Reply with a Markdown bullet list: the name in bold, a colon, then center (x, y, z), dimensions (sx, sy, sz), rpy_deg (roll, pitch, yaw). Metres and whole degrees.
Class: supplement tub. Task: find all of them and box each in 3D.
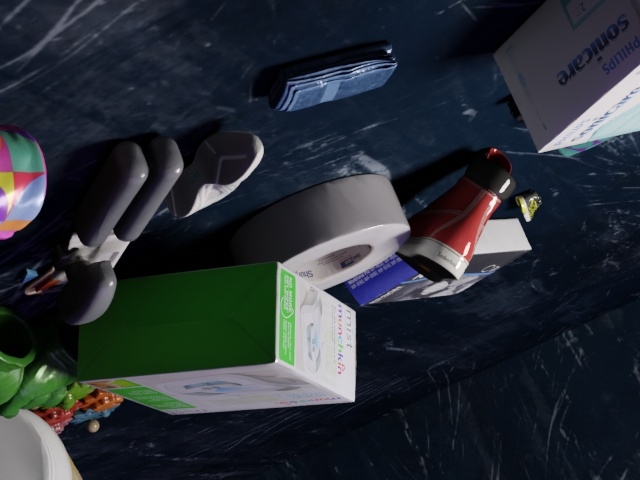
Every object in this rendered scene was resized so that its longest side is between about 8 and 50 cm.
- **supplement tub**: center (-0.459, 0.360, 1.979), dimensions (0.241, 0.241, 0.331), rpy_deg (-20, 162, -11)

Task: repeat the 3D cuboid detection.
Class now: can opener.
- **can opener**: center (-0.203, -0.009, 1.418), dimensions (0.074, 0.093, 0.280), rpy_deg (-12, 157, -31)

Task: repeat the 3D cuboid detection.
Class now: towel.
- **towel**: center (0.012, -0.151, 1.340), dimensions (0.119, 0.029, 0.067), rpy_deg (-17, 164, -21)

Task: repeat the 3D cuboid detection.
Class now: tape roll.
- **tape roll**: center (0.000, 0.000, 1.754), dimensions (0.219, 0.072, 0.219), rpy_deg (-22, 165, -6)

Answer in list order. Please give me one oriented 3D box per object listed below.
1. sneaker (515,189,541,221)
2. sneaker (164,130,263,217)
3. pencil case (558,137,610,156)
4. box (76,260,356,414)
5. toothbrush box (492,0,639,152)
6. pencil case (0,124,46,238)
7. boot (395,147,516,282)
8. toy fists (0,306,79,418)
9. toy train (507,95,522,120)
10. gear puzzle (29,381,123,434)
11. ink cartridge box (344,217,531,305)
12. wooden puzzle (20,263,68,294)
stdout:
- **sneaker**: center (0.313, -0.052, 2.101), dimensions (0.035, 0.031, 0.083), rpy_deg (-26, 164, 8)
- **sneaker**: center (-0.099, -0.074, 1.419), dimensions (0.061, 0.054, 0.152), rpy_deg (-22, 174, -42)
- **pencil case**: center (0.335, -0.153, 1.686), dimensions (0.064, 0.070, 0.151), rpy_deg (13, 160, -31)
- **box**: center (-0.119, 0.122, 1.695), dimensions (0.262, 0.127, 0.231), rpy_deg (-7, 160, 22)
- **toothbrush box**: center (0.363, -0.212, 1.454), dimensions (0.295, 0.126, 0.216), rpy_deg (-15, 163, -30)
- **pencil case**: center (-0.325, -0.044, 1.092), dimensions (0.104, 0.104, 0.236), rpy_deg (-34, 162, 35)
- **boot**: center (0.174, -0.038, 1.847), dimensions (0.176, 0.088, 0.244), rpy_deg (-57, -168, -7)
- **toy fists**: center (-0.379, 0.154, 1.687), dimensions (0.142, 0.096, 0.279), rpy_deg (-27, 166, 18)
- **toy train**: center (0.291, -0.180, 1.629), dimensions (0.158, 0.036, 0.027), rpy_deg (-26, 164, 11)
- **gear puzzle**: center (-0.341, 0.231, 2.091), dimensions (0.175, 0.044, 0.339), rpy_deg (-15, 163, -26)
- **ink cartridge box**: center (0.161, 0.031, 2.110), dimensions (0.165, 0.065, 0.332), rpy_deg (-34, 161, 35)
- **wooden puzzle**: center (-0.288, 0.042, 1.591), dimensions (0.116, 0.014, 0.078), rpy_deg (-10, 160, -38)
